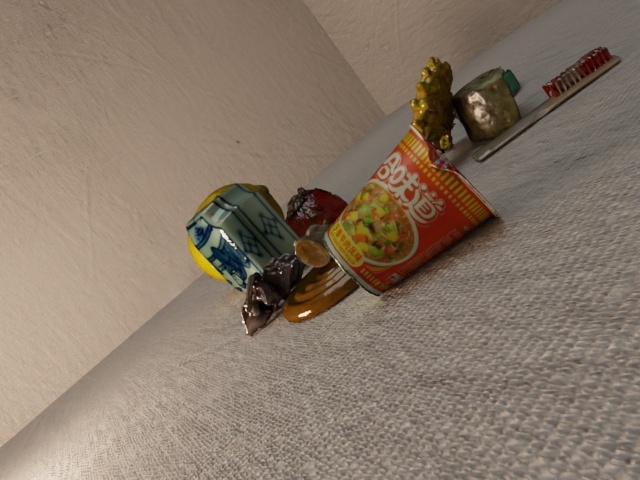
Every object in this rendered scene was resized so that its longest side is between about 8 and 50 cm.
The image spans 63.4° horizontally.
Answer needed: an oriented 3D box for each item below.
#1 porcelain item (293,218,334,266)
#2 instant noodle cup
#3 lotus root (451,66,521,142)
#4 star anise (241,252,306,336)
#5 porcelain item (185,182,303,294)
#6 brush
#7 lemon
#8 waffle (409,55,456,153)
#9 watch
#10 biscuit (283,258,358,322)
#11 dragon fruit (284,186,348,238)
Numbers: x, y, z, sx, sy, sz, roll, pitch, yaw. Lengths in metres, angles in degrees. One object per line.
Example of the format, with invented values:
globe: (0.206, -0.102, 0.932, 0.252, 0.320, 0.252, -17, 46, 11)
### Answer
porcelain item: (0.000, 0.000, 1.108, 0.213, 0.084, 0.054, -57, -8, -73)
instant noodle cup: (0.120, -0.032, 0.768, 0.212, 0.193, 0.193, -44, 9, 14)
lotus root: (0.381, -0.310, 1.187, 0.138, 0.119, 0.235, -30, 13, 18)
star anise: (-0.110, 0.104, 1.098, 0.209, 0.089, 0.231, -56, -13, -12)
porcelain item: (-0.204, 0.008, 1.365, 0.157, 0.286, 0.281, -46, 14, -25)
brush: (0.438, -0.272, 1.037, 0.321, 0.050, 0.060, -37, 14, 11)
lemon: (-0.275, -0.023, 1.715, 0.336, 0.336, 0.336, -37, 10, 8)
waffle: (0.274, -0.295, 1.221, 0.069, 0.260, 0.293, 5, 35, 22)
watch: (0.470, -0.406, 1.472, 0.195, 0.068, 0.237, -33, 7, 16)
biscuit: (0.027, 0.064, 1.018, 0.262, 0.037, 0.262, -37, 9, 7)
dragon fruit: (-0.038, -0.087, 1.588, 0.223, 0.148, 0.218, -36, 11, 15)
